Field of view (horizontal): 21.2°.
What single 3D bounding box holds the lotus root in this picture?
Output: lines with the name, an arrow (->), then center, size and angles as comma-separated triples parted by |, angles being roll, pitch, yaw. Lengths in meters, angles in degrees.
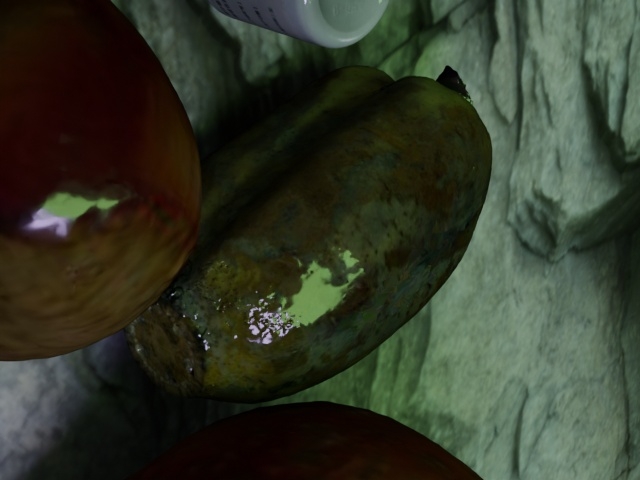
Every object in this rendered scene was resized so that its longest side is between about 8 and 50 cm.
lotus root -> 0.000, 0.000, 1.074 | 0.275, 0.152, 0.160 | -38, 142, -30

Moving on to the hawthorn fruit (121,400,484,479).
hawthorn fruit -> -0.009, 0.297, 1.055 | 0.403, 0.403, 0.402 | -25, 125, -41

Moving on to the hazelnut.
hazelnut -> -0.152, -0.047, 0.855 | 0.208, 0.208, 0.208 | -25, 125, -41

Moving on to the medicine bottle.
medicine bottle -> -0.028, -0.162, 0.978 | 0.080, 0.130, 0.080 | -23, 124, -40
